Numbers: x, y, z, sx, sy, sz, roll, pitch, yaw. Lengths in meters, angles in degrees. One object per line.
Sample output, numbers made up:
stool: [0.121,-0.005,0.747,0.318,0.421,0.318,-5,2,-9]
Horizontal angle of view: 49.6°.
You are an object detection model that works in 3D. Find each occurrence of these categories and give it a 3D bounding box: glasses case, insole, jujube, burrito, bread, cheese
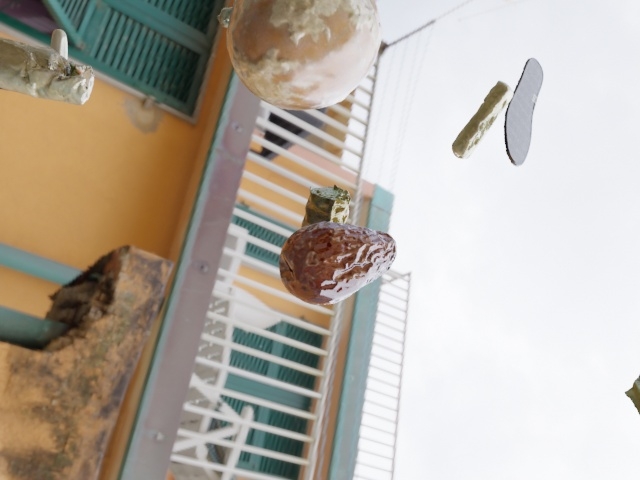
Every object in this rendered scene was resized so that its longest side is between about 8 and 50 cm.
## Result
glasses case: [-0.479,-0.344,1.268,0.032,0.021,0.083,24,-65,35]
insole: [0.470,-0.300,1.589,0.012,0.110,0.309,-13,-136,48]
jujube: [0.037,0.039,1.379,0.168,0.237,0.168,168,-90,-69]
burrito: [-0.324,-0.185,0.715,0.045,0.189,0.058,103,3,-49]
bread: [0.001,0.000,1.642,0.087,0.098,0.269,45,-49,48]
cheese: [0.357,-0.264,1.526,0.043,0.065,0.194,34,-91,27]

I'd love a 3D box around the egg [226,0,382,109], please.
egg: [-0.022,-0.259,0.871,0.195,0.195,0.233,-34,-160,45]

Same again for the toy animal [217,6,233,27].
toy animal: [-0.165,-0.618,1.802,0.225,0.094,0.121,-13,-117,6]

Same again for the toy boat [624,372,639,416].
toy boat: [0.487,0.274,0.916,0.084,0.111,0.276,-36,-155,17]
